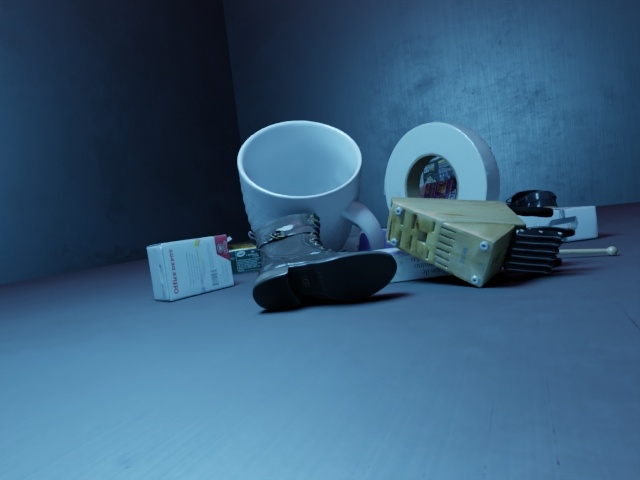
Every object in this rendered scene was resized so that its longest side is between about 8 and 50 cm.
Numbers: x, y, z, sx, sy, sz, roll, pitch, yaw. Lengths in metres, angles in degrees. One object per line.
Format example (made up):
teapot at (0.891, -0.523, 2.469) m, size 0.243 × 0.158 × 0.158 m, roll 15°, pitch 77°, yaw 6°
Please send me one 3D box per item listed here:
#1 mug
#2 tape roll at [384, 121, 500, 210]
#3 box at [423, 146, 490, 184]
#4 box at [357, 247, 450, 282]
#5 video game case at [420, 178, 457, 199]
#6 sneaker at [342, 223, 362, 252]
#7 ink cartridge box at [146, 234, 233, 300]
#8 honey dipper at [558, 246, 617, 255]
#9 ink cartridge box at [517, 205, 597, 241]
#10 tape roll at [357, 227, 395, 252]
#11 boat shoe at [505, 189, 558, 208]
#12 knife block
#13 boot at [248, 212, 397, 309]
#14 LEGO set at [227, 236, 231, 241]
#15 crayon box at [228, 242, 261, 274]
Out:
mug at (-0.009, -0.058, 1.014) m, size 0.374 × 0.328 × 0.276 m, roll 30°, pitch 55°, yaw 23°
tape roll at (0.355, -0.164, 1.272) m, size 0.072 × 0.392 × 0.392 m, roll -10°, pitch 4°, yaw -34°
box at (0.509, -0.165, 1.583) m, size 0.097 × 0.318 × 0.395 m, roll -5°, pitch 2°, yaw -8°
box at (0.125, 0.051, 0.826) m, size 0.324 × 0.063 × 0.067 m, roll -7°, pitch 5°, yaw -2°
video game case at (0.384, -0.095, 1.457) m, size 0.042 × 0.232 × 0.210 m, roll 24°, pitch -18°, yaw -36°
sneaker at (-0.021, -0.004, 1.263) m, size 0.297 × 0.129 × 0.111 m, roll 6°, pitch 8°, yaw 6°
ink cartridge box at (-0.301, 0.060, 0.968) m, size 0.072 × 0.127 × 0.175 m, roll -6°, pitch 3°, yaw 41°
honey dipper at (0.509, 0.023, 0.843) m, size 0.160 × 0.030 × 0.030 m, roll -1°, pitch 5°, yaw 27°
ink cartridge box at (0.618, -0.040, 1.156) m, size 0.218 × 0.092 × 0.158 m, roll -5°, pitch 3°, yaw -3°
tape roll at (0.167, 0.007, 1.374) m, size 0.189 × 0.080 × 0.189 m, roll -7°, pitch 4°, yaw 0°
boat shoe at (0.909, -0.141, 1.789) m, size 0.187 × 0.156 × 0.500 m, roll -8°, pitch 2°, yaw 16°
knife block at (0.293, -0.022, 0.756) m, size 0.275 × 0.088 × 0.242 m, roll 27°, pitch 36°, yaw 35°
boot at (-0.010, 0.011, 0.753) m, size 0.263 × 0.091 × 0.229 m, roll -8°, pitch 32°, yaw 1°
LEGO set at (-0.399, 0.048, 1.312) m, size 0.244 × 0.060 × 0.182 m, roll -35°, pitch 6°, yaw -12°
crayon box at (-0.238, 0.053, 1.407) m, size 0.202 × 0.081 × 0.318 m, roll -8°, pitch 3°, yaw -11°
